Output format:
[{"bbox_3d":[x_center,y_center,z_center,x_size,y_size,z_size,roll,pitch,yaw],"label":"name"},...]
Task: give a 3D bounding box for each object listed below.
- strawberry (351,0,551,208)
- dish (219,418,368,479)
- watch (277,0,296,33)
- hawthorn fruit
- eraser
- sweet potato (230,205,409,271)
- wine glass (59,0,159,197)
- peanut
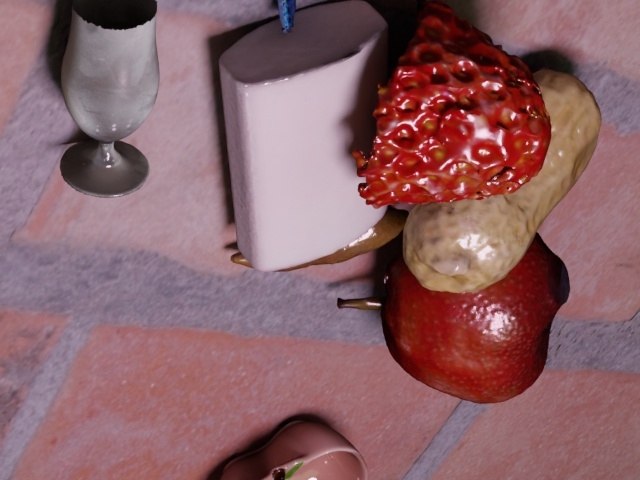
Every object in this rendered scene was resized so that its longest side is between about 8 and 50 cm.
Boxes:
[{"bbox_3d":[0.148,-0.125,1.606,0.178,0.234,0.234,18,133,10],"label":"strawberry"},{"bbox_3d":[-0.047,0.308,2.047,0.213,0.090,0.213,-20,141,-16],"label":"dish"},{"bbox_3d":[0.015,-0.344,1.429,0.276,0.068,0.274,-29,140,14],"label":"watch"},{"bbox_3d":[0.155,0.078,1.864,0.266,0.210,0.230,0,140,-10],"label":"hawthorn fruit"},{"bbox_3d":[-0.011,-0.104,1.641,0.174,0.095,0.270,-24,139,-19],"label":"eraser"},{"bbox_3d":[0.000,0.002,1.793,0.218,0.051,0.065,-16,141,-18],"label":"sweet potato"},{"bbox_3d":[-0.197,-0.142,1.483,0.093,0.093,0.202,-11,137,-24],"label":"wine glass"},{"bbox_3d":[0.194,-0.061,1.754,0.291,0.143,0.159,-54,-176,-22],"label":"peanut"}]
